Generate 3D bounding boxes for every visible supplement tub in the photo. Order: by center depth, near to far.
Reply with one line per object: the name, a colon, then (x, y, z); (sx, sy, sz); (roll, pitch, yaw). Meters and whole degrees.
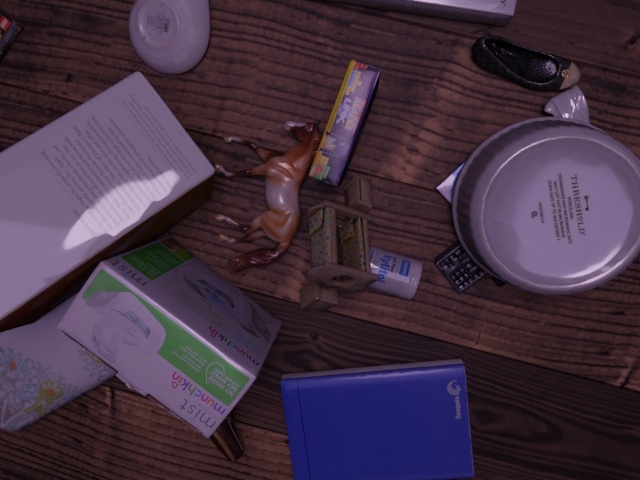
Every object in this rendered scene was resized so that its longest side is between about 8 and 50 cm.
supplement tub: (0.107, 0.051, 0.778); (0.107, 0.071, 0.071); (16, 99, 2)

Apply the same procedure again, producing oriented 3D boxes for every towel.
towel: (-0.516, 0.113, 0.827); (0.320, 0.090, 0.374); (-30, 95, 10)

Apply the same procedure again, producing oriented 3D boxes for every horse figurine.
horse figurine: (-0.089, -0.070, 0.778); (0.174, 0.066, 0.263); (6, 97, 9)

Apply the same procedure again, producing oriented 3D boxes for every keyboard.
keyboard: (0.294, 0.020, 0.784); (0.180, 0.023, 0.108); (-39, 94, 9)

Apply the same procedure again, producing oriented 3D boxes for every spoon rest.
spoon rest: (-0.225, -0.405, 0.741); (0.137, 0.084, 0.276); (22, 113, 2)

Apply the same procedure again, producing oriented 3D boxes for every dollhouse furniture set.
dollhouse furniture set: (0.000, 0.000, 0.759); (0.101, 0.161, 0.182); (16, 56, -27)

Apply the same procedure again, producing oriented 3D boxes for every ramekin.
ramekin: (0.333, -0.045, 0.681); (0.272, 0.127, 0.273); (3, 102, 13)

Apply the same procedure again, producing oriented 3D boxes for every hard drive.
hard drive: (0.101, 0.329, 0.834); (0.318, 0.040, 0.210); (-7, 98, 5)

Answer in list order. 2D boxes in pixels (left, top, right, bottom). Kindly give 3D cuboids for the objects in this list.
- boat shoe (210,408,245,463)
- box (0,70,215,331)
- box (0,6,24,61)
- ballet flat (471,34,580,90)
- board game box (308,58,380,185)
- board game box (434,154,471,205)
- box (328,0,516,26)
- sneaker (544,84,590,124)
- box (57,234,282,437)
boat shoe: (-0.190, 0.300, 0.837); (0.073, 0.073, 0.207); (-37, 103, -32)
box: (-0.341, -0.045, 0.666); (0.345, 0.215, 0.168); (-38, 96, -14)
box: (-0.581, -0.340, 0.791); (0.094, 0.027, 0.137); (39, 99, -3)
ballet flat: (0.318, -0.272, 0.725); (0.173, 0.049, 0.058); (17, 100, 1)
board game box: (0.039, -0.171, 0.714); (0.048, 0.141, 0.170); (21, 100, 1)
board game box: (0.253, -0.085, 0.772); (0.090, 0.020, 0.090); (-44, 92, 9)
box: (0.150, -0.471, 0.704); (0.321, 0.058, 0.232); (9, 99, 2)
sneaker: (0.403, -0.162, 0.740); (0.061, 0.053, 0.152); (-22, 95, 24)
box: (-0.214, 0.133, 0.733); (0.262, 0.231, 0.127); (38, 99, -1)
